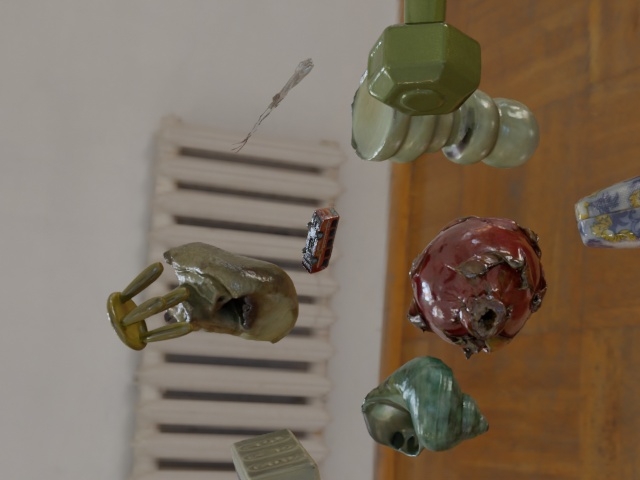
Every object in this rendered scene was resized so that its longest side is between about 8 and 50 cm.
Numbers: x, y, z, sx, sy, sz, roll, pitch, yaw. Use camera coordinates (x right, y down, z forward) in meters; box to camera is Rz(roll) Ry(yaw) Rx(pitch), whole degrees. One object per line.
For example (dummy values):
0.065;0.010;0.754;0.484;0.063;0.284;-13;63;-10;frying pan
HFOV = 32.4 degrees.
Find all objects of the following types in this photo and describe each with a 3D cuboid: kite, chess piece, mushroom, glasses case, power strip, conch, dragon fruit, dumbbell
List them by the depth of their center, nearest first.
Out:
0.317;-0.036;0.828;0.247;0.087;0.065;-13;83;22;glasses case
0.114;-0.283;1.188;0.121;0.108;0.302;129;147;-65;dumbbell
0.174;-0.154;1.438;0.133;0.243;0.133;-174;90;-68;chess piece
-0.071;0.345;1.656;0.256;0.105;0.070;-176;74;-79;power strip
0.163;0.265;1.722;0.188;0.121;0.176;23;111;48;conch
0.266;0.075;1.878;0.250;0.250;0.315;-62;1;41;dragon fruit
-0.090;-0.254;2.067;0.229;0.016;0.127;-48;14;5;kite
-0.185;0.076;2.255;0.212;0.292;0.218;-48;53;37;mushroom

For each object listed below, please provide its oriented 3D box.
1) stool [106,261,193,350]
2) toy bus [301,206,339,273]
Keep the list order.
-0.290;0.118;1.879;0.134;0.110;0.135;62;-167;2;stool
0.000;0.000;1.692;0.031;0.043;0.110;50;141;37;toy bus
